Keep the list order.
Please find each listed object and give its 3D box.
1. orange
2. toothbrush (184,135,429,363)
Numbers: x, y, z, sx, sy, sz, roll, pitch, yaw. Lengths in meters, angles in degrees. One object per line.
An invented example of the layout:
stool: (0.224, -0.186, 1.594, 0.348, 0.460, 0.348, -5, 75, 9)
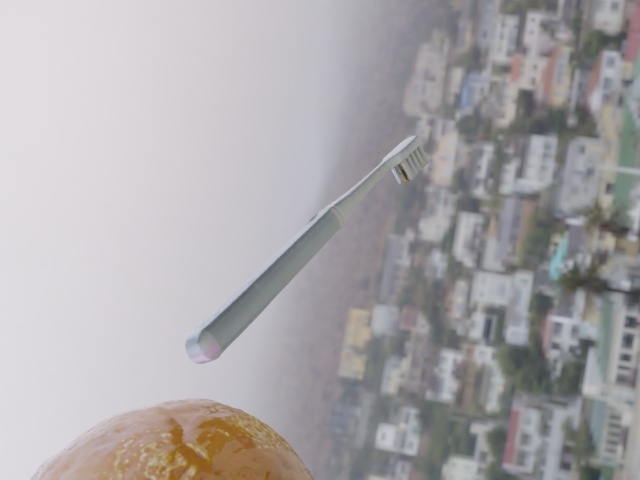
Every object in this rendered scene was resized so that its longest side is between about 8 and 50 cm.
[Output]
orange: (-0.156, 0.309, 1.308, 0.293, 0.341, 0.340, 57, 179, 22)
toothbrush: (-0.001, -0.002, 1.032, 0.342, 0.025, 0.030, -42, -75, -47)
